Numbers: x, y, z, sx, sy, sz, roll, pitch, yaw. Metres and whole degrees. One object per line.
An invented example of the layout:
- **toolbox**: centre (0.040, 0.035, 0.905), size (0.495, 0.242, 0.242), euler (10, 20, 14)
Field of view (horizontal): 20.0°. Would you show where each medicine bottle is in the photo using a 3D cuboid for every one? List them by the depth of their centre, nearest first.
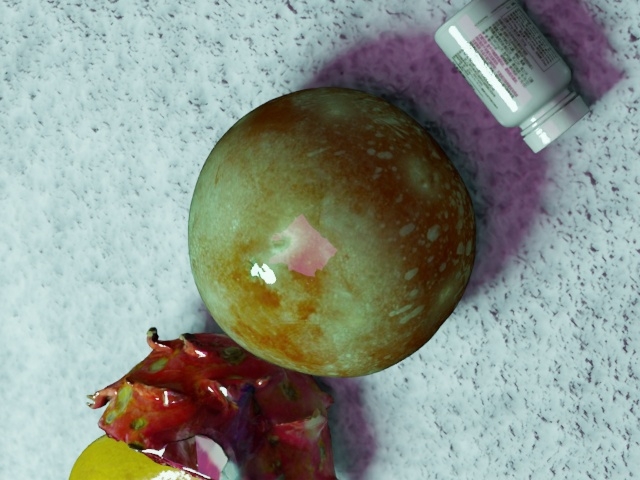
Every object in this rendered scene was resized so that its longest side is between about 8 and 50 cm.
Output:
- **medicine bottle**: centre (0.171, -0.150, 1.598), size (0.079, 0.079, 0.140), euler (-38, 90, 31)

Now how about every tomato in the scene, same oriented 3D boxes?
- **tomato**: centre (0.000, 0.000, 1.655), size (0.270, 0.222, 0.270), euler (7, 108, 23)

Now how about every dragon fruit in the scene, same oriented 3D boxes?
- **dragon fruit**: centre (-0.089, 0.161, 1.780), size (0.274, 0.126, 0.161), euler (24, 79, 1)

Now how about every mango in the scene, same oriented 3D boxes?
- **mango**: centre (-0.173, 0.258, 1.898), size (0.227, 0.109, 0.147), euler (-30, 89, 29)
